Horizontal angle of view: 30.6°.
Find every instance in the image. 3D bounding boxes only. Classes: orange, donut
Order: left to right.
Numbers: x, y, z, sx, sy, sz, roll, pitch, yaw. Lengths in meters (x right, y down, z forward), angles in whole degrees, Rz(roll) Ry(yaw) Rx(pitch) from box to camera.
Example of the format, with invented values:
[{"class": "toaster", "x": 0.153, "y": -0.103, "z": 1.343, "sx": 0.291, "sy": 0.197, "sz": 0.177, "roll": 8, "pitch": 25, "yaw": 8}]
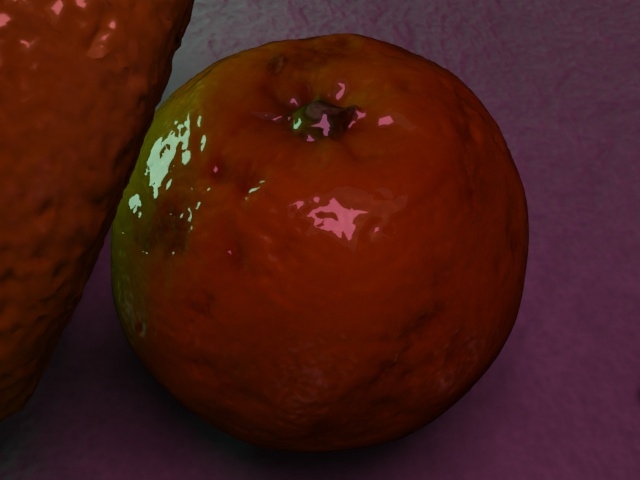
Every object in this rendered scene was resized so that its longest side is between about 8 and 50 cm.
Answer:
[{"class": "donut", "x": -0.191, "y": -0.070, "z": 0.699, "sx": 0.163, "sy": 0.377, "sz": 0.435, "roll": 20, "pitch": 24, "yaw": -14}, {"class": "orange", "x": 0.000, "y": 0.000, "z": 0.726, "sx": 0.261, "sy": 0.261, "sz": 0.261, "roll": 2, "pitch": 56, "yaw": -3}]
